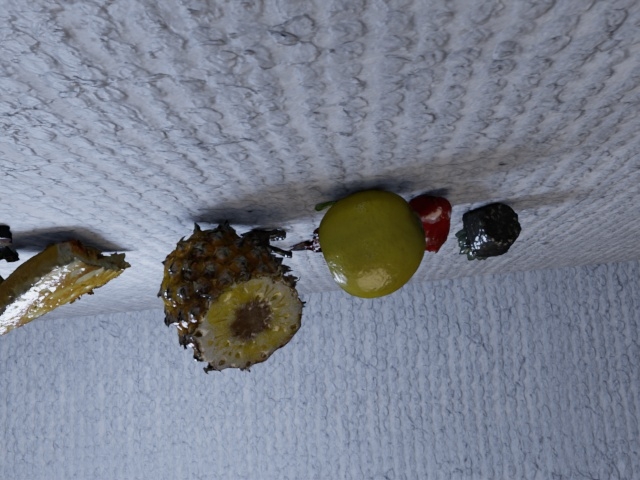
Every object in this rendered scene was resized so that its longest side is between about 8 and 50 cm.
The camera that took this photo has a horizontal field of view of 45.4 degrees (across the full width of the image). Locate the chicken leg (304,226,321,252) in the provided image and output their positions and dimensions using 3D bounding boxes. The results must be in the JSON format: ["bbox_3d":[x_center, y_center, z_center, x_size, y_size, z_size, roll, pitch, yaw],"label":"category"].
[{"bbox_3d":[0.006,0.000,2.189,0.089,0.048,0.219,-7,171,-12],"label":"chicken leg"}]

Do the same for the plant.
[{"bbox_3d":[0.450,-0.023,2.066,0.129,0.132,0.194,1,164,-16],"label":"plant"}]

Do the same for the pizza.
[{"bbox_3d":[-0.696,0.096,2.064,0.440,0.130,0.406,-35,172,30],"label":"pizza"}]

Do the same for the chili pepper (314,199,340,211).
[{"bbox_3d":[0.017,-0.081,1.806,0.083,0.017,0.030,-11,170,29],"label":"chili pepper"}]

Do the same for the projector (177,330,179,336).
[{"bbox_3d":[-0.353,0.168,2.356,0.191,0.257,0.099,-2,170,-16],"label":"projector"}]

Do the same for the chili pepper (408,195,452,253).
[{"bbox_3d":[0.252,-0.057,1.880,0.144,0.136,0.253,38,165,13],"label":"chili pepper"}]

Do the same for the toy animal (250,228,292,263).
[{"bbox_3d":[-0.164,0.018,2.100,0.148,0.085,0.232,-2,173,-13],"label":"toy animal"}]

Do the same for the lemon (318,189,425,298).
[{"bbox_3d":[0.129,-0.001,1.707,0.219,0.241,0.240,-24,164,23],"label":"lemon"}]

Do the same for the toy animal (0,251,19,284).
[{"bbox_3d":[-0.907,0.063,1.979,0.218,0.103,0.101,-5,152,11],"label":"toy animal"}]

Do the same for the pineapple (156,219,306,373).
[{"bbox_3d":[-0.229,0.126,1.897,0.352,0.300,0.353,-20,136,-21],"label":"pineapple"}]

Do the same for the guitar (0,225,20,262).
[{"bbox_3d":[-0.765,0.010,1.840,0.083,0.038,0.271,-3,168,-11],"label":"guitar"}]

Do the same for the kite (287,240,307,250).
[{"bbox_3d":[-0.035,0.017,2.386,0.159,0.010,0.190,-10,171,15],"label":"kite"}]
